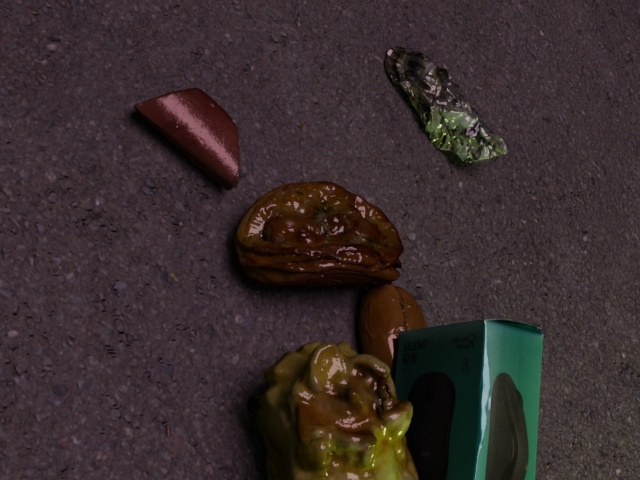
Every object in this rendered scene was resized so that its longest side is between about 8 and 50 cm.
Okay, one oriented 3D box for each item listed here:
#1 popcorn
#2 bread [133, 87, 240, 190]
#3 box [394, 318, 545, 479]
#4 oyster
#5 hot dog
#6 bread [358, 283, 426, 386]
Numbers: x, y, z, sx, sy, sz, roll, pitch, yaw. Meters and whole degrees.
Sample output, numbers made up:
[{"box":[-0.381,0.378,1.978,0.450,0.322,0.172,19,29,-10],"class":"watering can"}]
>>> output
[{"box":[0.023,0.269,1.485,0.215,0.252,0.286,-17,68,-1],"class":"popcorn"},{"box":[-0.182,-0.173,1.673,0.192,0.067,0.119,39,47,-14],"class":"bread"},{"box":[0.199,0.273,1.577,0.118,0.205,0.311,18,72,-33],"class":"box"},{"box":[0.219,-0.254,2.045,0.199,0.087,0.252,14,45,-32],"class":"oyster"},{"box":[0.000,0.000,1.675,0.272,0.122,0.196,5,38,-36],"class":"hot dog"},{"box":[0.116,0.147,1.722,0.114,0.077,0.189,20,52,-34],"class":"bread"}]
